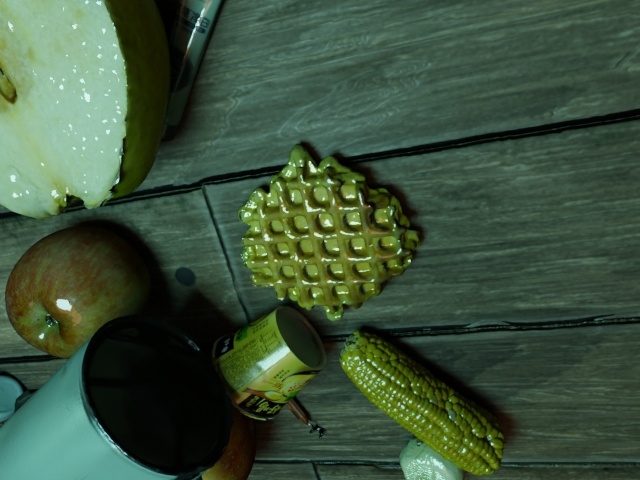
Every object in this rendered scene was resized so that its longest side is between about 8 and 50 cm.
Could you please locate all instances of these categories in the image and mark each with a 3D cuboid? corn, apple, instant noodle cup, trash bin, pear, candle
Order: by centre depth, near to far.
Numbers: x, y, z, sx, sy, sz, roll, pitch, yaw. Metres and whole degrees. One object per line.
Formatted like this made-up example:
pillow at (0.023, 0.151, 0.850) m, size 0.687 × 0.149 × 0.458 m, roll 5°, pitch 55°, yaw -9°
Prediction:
pear at (-0.325, -0.232, 0.556) m, size 0.340 × 0.191 × 0.386 m, roll -9°, pitch 115°, yaw 21°
trash bin at (-0.281, 0.260, 0.638) m, size 0.262 × 0.217 × 0.277 m, roll -42°, pitch 62°, yaw 17°
apple at (-0.357, 0.077, 0.735) m, size 0.188 × 0.174 × 0.188 m, roll 4°, pitch 119°, yaw 7°
instant noodle cup at (-0.072, 0.177, 0.752) m, size 0.122 × 0.151 × 0.151 m, roll -40°, pitch 103°, yaw 14°
corn at (0.154, 0.251, 0.758) m, size 0.313 × 0.102 × 0.102 m, roll 35°, pitch 119°, yaw -7°
apple at (-0.211, 0.339, 0.845) m, size 0.210 × 0.173 × 0.235 m, roll 34°, pitch 127°, yaw -15°
candle at (-0.049, 0.289, 0.866) m, size 0.026 × 0.021 × 0.167 m, roll -35°, pitch 106°, yaw 3°

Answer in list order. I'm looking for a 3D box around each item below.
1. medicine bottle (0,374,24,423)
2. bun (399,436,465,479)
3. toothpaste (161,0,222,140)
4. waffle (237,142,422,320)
medicine bottle at (-0.697, 0.350, 0.996) m, size 0.216 × 0.090 × 0.090 m, roll -31°, pitch 107°, yaw 25°
bun at (0.190, 0.381, 0.831) m, size 0.115 × 0.069 × 0.115 m, roll 17°, pitch 126°, yaw 25°
toothpaste at (-0.167, -0.235, 0.610) m, size 0.062 × 0.039 × 0.239 m, roll 30°, pitch 117°, yaw 3°
waffle at (0.000, 0.000, 0.692) m, size 0.243 × 0.059 × 0.238 m, roll 32°, pitch 122°, yaw -3°
